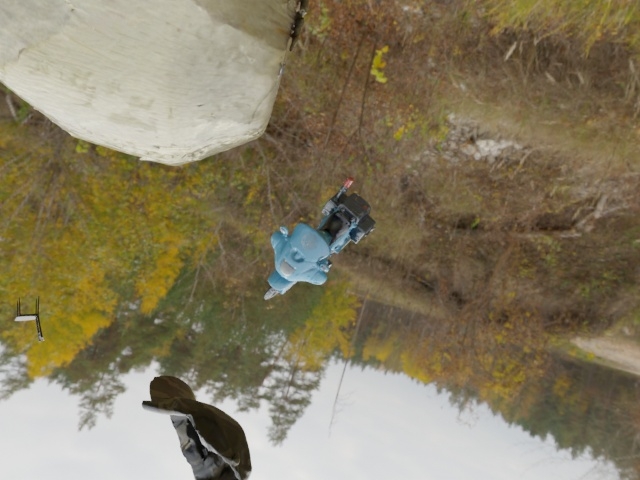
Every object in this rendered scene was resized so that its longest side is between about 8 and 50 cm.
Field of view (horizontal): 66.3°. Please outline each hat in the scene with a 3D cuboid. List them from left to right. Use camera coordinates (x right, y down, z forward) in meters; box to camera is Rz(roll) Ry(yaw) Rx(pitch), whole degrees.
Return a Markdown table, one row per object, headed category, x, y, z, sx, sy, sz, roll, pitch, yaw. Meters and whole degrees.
| category | x | y | z | sx | sy | sz | roll | pitch | yaw |
| --- | --- | --- | --- | --- | --- | --- | --- | --- | --- |
| hat | -0.303 | 0.484 | 1.285 | 0.258 | 0.365 | 0.381 | -17 | -161 | 4 |

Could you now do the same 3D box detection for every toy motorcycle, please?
| category | x | y | z | sx | sy | sz | roll | pitch | yaw |
| --- | --- | --- | --- | --- | --- | --- | --- | --- | --- |
| toy motorcycle | 0.000 | 0.000 | 0.912 | 0.124 | 0.272 | 0.182 | 43 | 148 | 6 |

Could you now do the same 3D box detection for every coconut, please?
| category | x | y | z | sx | sy | sz | roll | pitch | yaw |
| --- | --- | --- | --- | --- | --- | --- | --- | --- | --- |
| coconut | -0.201 | -0.264 | 0.530 | 0.361 | 0.345 | 0.346 | 16 | 172 | -10 |

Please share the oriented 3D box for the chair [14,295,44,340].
| category | x | y | z | sx | sy | sz | roll | pitch | yaw |
| --- | --- | --- | --- | --- | --- | --- | --- | --- | --- |
| chair | -0.541 | 0.147 | 0.908 | 0.042 | 0.086 | 0.037 | -5 | 162 | -39 |
